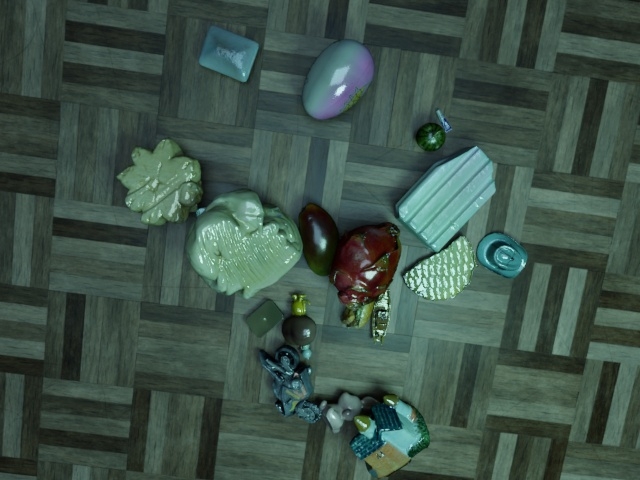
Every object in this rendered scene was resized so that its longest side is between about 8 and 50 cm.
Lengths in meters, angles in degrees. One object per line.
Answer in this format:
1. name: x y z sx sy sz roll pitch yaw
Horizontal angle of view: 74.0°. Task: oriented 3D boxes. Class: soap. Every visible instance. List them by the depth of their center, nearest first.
1. soap: 0.433 -0.155 1.459 0.208 0.115 0.347 42 94 -6

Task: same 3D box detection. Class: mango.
1. mango: 0.000 0.000 1.475 0.133 0.111 0.267 -15 104 -19

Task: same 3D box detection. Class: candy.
1. candy: -0.306 -0.621 1.413 0.174 0.071 0.138 21 96 -3

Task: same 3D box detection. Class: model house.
1. model house: 0.204 0.647 1.472 0.253 0.184 0.291 -38 121 12

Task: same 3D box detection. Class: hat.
1. hat: 0.657 0.059 1.507 0.191 0.078 0.138 30 94 -4

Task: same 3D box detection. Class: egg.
1. egg: 0.051 -0.517 1.375 0.271 0.196 0.196 -38 96 17

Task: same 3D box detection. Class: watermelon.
1. watermelon: 0.373 -0.349 1.440 0.109 0.109 0.109 0 97 -1

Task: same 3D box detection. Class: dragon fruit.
1. dragon fruit: 0.150 0.069 1.416 0.250 0.250 0.315 33 97 -4

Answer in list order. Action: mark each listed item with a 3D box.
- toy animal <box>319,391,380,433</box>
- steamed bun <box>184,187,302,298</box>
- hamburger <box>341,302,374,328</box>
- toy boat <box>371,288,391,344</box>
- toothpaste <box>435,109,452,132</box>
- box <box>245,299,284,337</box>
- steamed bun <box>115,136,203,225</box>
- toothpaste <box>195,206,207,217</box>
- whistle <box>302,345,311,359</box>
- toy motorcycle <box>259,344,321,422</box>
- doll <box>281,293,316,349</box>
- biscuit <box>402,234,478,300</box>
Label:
1. toy animal: 0.105 0.604 1.557 0.213 0.124 0.124 -21 97 -21
2. steamed bun: -0.263 -0.006 1.396 0.352 0.247 0.339 -38 124 -5
3. hamburger: 0.147 0.252 1.512 0.087 0.102 0.176 27 95 -16
4. toy boat: 0.221 0.274 1.529 0.064 0.072 0.206 5 96 -1
5. toothpaste: 0.429 -0.417 1.480 0.024 0.015 0.083 -30 101 10
6. box: -0.199 0.282 1.534 0.126 0.031 0.091 -42 81 3
7. steamed bun: -0.519 -0.192 1.423 0.296 0.137 0.292 2 89 10
8. toothpaste: -0.389 0.016 1.491 0.050 0.065 0.266 -8 97 0
9. whistle: -0.056 0.386 1.554 0.035 0.035 0.100 -14 83 1
10. toy motorcycle: -0.111 0.522 1.527 0.173 0.108 0.307 -20 94 26
11. doll: -0.067 0.289 1.506 0.145 0.096 0.188 21 93 37
12. biscuit: 0.445 0.122 1.532 0.274 0.036 0.187 -31 96 2
